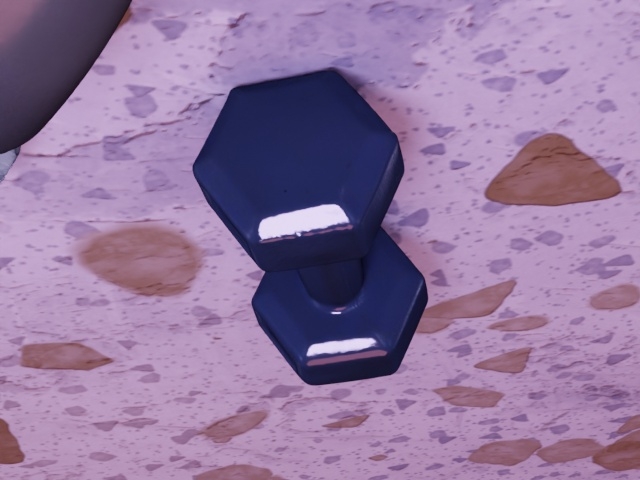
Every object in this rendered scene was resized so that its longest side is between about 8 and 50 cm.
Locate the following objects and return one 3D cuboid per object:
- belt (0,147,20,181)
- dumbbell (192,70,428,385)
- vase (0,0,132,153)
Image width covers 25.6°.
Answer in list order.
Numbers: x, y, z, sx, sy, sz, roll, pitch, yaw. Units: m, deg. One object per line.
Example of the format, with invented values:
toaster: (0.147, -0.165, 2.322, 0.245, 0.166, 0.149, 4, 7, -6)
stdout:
belt: (-0.289, -0.083, 1.029, 0.140, 0.058, 0.105, 7, 143, -17)
dumbbell: (0.001, 0.000, 1.151, 0.156, 0.143, 0.316, -9, 152, 5)
vase: (-0.134, -0.195, 0.757, 0.173, 0.173, 0.321, 20, 136, -40)
